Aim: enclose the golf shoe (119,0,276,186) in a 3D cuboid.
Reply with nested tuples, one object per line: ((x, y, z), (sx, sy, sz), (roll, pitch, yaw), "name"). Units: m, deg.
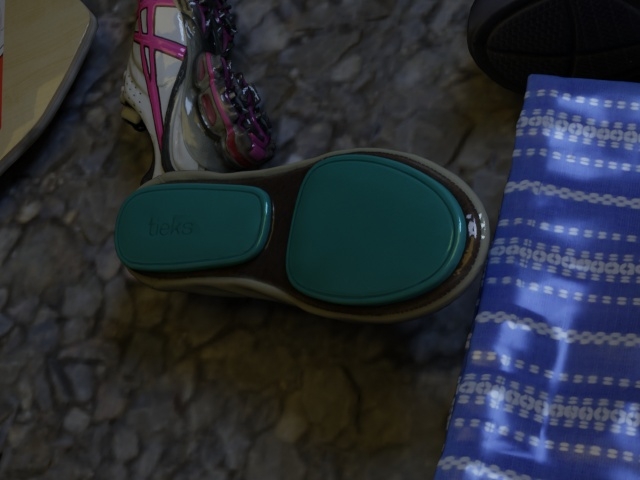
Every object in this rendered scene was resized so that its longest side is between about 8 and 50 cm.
((-0.091, -0.107, 0.822), (0.086, 0.067, 0.186), (-28, 55, 16), "golf shoe")

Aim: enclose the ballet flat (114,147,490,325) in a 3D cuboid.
((0.000, 0.000, 0.693), (0.248, 0.086, 0.086), (7, 69, 44), "ballet flat")

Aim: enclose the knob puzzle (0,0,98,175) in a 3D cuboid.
((-0.225, -0.104, 0.920), (0.213, 0.030, 0.213), (-14, 59, 24), "knob puzzle")

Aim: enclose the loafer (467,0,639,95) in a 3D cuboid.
((0.208, -0.158, 0.654), (0.302, 0.109, 0.095), (-15, 48, 30), "loafer")

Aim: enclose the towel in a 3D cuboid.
((0.166, 0.065, 0.553), (0.243, 0.040, 0.336), (4, 57, 22), "towel")
